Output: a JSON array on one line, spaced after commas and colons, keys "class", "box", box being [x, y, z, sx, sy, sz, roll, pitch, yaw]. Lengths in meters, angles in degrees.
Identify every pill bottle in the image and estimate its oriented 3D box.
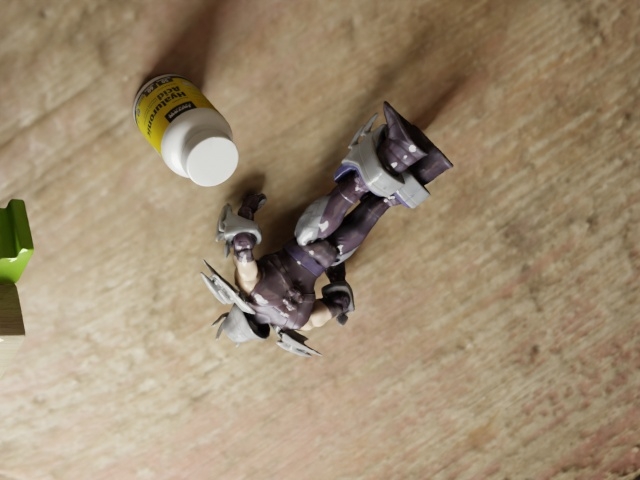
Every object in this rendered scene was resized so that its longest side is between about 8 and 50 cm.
[{"class": "pill bottle", "box": [-0.114, -0.094, 1.271, 0.065, 0.116, 0.065, -15, 125, -22]}]

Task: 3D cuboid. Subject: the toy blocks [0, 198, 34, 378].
[{"class": "toy blocks", "box": [-0.408, 0.109, 1.169, 0.260, 0.191, 0.381, 1, 145, -30]}]

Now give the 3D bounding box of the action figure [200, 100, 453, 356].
[{"class": "action figure", "box": [0.000, 0.000, 1.415, 0.285, 0.099, 0.185, -45, 138, 8]}]
